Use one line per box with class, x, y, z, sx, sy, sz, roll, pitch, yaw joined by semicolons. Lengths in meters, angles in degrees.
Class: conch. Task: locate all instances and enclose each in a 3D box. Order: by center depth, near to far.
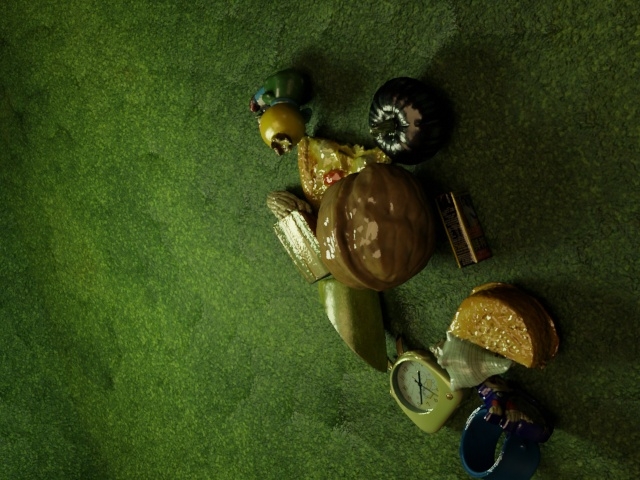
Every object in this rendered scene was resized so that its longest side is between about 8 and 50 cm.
conch;0.307;0.259;1.594;0.114;0.234;0.137;37;91;-13

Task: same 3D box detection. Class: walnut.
walnut;0.123;-0.022;1.611;0.296;0.285;0.285;-15;91;49

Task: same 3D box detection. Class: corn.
corn;-0.079;-0.082;1.872;0.211;0.087;0.087;-132;42;-67

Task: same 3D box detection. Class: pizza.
pizza;0.056;-0.174;1.764;0.288;0.075;0.280;-24;86;43

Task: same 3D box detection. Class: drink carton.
drink carton;0.312;-0.028;1.584;0.056;0.071;0.165;-23;85;39

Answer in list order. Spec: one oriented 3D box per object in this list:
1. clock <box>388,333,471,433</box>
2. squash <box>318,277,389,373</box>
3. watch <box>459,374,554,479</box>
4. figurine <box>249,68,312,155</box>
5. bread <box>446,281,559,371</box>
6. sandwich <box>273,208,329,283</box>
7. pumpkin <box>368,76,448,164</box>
clock;0.240;0.336;1.746;0.232;0.069;0.170;45;127;24
squash;0.070;0.216;1.811;0.169;0.093;0.252;-13;80;41
watch;0.389;0.423;1.571;0.171;0.196;0.200;24;107;-8
figurine;-0.111;-0.300;1.795;0.185;0.127;0.234;-20;61;39
bread;0.388;0.170;1.521;0.229;0.143;0.139;22;116;33
sandwich;0.000;0.000;1.794;0.117;0.144;0.187;-32;89;40
pumpkin;0.191;-0.262;1.583;0.194;0.150;0.194;9;116;18
